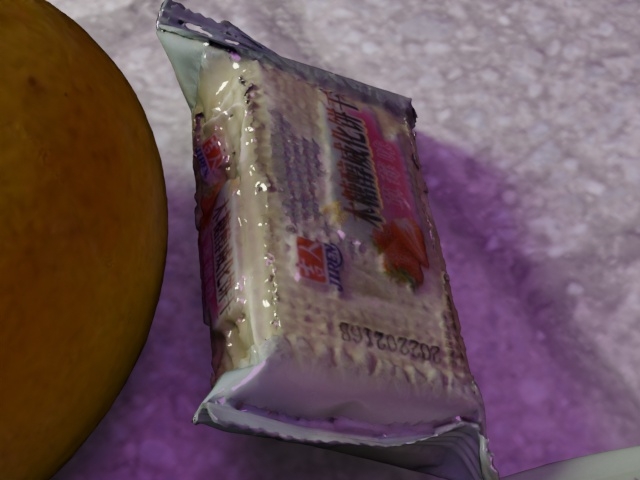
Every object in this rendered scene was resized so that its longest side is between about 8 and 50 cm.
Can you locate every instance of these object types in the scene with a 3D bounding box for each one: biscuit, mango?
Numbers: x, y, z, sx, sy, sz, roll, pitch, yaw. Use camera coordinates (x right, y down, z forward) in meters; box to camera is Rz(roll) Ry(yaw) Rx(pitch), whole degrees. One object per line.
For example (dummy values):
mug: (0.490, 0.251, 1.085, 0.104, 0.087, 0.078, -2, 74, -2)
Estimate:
biscuit: (-0.004, -0.002, 0.758, 0.186, 0.079, 0.309, 19, 44, -28)
mango: (-0.261, 0.053, 0.675, 0.301, 0.220, 0.445, 28, 67, 6)

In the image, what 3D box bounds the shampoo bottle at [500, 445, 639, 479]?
shampoo bottle: (0.161, 0.173, 0.708, 0.359, 0.078, 0.134, -8, 53, -10)
